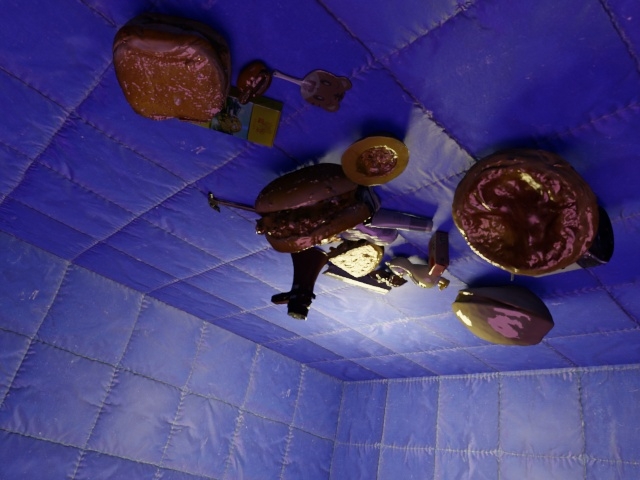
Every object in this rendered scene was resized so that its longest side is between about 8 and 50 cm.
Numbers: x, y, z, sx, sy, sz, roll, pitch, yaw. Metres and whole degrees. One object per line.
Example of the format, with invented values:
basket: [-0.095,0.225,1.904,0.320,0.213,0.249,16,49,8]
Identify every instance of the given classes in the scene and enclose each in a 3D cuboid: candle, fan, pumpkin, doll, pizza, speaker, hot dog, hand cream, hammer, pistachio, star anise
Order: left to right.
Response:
hammer: [-0.331,-0.139,2.083,0.297,0.027,0.125,10,151,2]
hot dog: [-0.199,-0.455,1.428,0.140,0.060,0.090,-21,137,38]
speaker: [-0.123,0.200,2.323,0.259,0.329,0.198,7,152,22]
fan: [-0.031,-0.452,1.430,0.226,0.008,0.152,17,151,-11]
pizza: [0.201,0.067,2.190,0.258,0.087,0.268,-19,143,33]
pumpkin: [0.176,-0.280,1.574,0.217,0.110,0.217,2,141,2]
star anise: [0.307,0.179,2.340,0.171,0.063,0.208,9,171,32]
hand cream: [0.308,-0.075,1.909,0.255,0.079,0.048,9,164,0]
doll: [0.429,0.148,2.209,0.296,0.117,0.141,13,169,0]
pistachio: [0.835,0.337,2.263,0.445,0.281,0.365,13,163,28]
candle: [0.816,0.008,1.714,0.221,0.221,0.342,30,150,-29]

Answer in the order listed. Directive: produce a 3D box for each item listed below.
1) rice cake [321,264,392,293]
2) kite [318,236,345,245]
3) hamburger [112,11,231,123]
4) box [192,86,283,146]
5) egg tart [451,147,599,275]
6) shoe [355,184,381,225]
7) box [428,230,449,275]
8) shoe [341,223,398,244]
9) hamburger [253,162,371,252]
rice cake: [0.185,0.194,2.446,0.365,0.056,0.073,18,156,-11]
kite: [0.000,-0.001,2.221,0.222,0.008,0.125,13,151,-2]
hamburger: [-0.402,-0.465,1.349,0.304,0.174,0.284,12,137,3]
box: [-0.296,-0.413,1.562,0.335,0.047,0.187,15,150,-8]
egg tart: [0.645,-0.099,1.555,0.443,0.178,0.443,22,129,30]
shoe: [0.147,-0.146,1.799,0.099,0.112,0.227,-7,148,32]
box: [0.478,0.054,1.988,0.060,0.156,0.111,6,153,-3]
shoe: [0.188,-0.056,1.963,0.245,0.095,0.137,8,154,21]
hamburger: [-0.079,-0.103,1.727,0.445,0.287,0.268,-9,109,34]
